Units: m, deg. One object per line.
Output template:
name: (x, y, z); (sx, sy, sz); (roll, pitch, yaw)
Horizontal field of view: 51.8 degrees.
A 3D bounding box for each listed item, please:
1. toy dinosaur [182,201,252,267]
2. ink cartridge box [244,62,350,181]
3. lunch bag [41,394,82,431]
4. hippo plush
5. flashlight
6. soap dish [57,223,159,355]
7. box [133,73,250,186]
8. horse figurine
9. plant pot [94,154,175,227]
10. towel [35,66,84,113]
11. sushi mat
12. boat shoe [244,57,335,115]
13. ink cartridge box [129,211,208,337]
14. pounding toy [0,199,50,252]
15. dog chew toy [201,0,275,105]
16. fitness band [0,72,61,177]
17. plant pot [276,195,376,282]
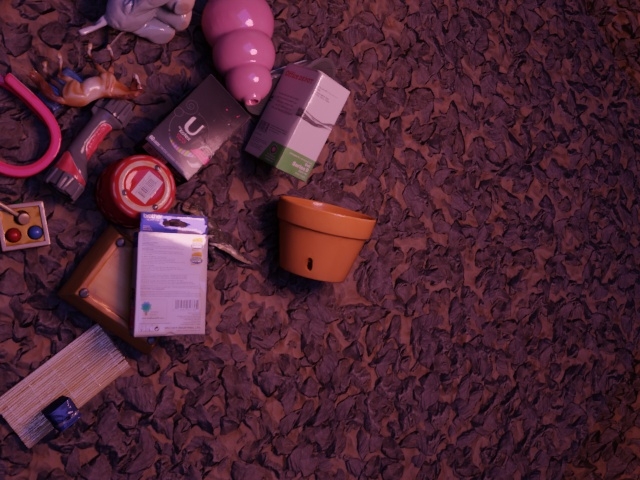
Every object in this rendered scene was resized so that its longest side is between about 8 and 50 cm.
toy dinosaur: (-0.308, 0.009, 1.873); (0.268, 0.064, 0.118); (49, 60, -20)
ink cartridge box: (-0.068, -0.340, 1.884); (0.121, 0.211, 0.289); (23, 97, -37)
lunch bag: (-0.632, 0.429, 1.620); (0.067, 0.098, 0.065); (-40, 108, -31)
hippo plush: (-0.493, -0.675, 1.772); (0.294, 0.234, 0.237); (-24, 78, 13)
flashlight: (-0.596, -0.242, 1.716); (0.103, 0.103, 0.304); (24, 67, 14)
soap dish: (-0.496, 0.132, 1.727); (0.291, 0.118, 0.229); (40, 69, -21)
box: (-0.354, -0.300, 1.821); (0.165, 0.143, 0.270); (46, 67, -19)
horse figurine: (-0.605, -0.411, 1.693); (0.263, 0.066, 0.175); (-22, 84, -23)
plant pot: (-0.483, -0.133, 1.724); (0.191, 0.174, 0.191); (3, 83, -27)
towel: (-0.678, -0.393, 1.716); (0.067, 0.029, 0.119); (43, 69, -16)
sushi mat: (-0.652, 0.366, 1.681); (0.316, 0.019, 0.151); (-40, 104, -25)
boat shoe: (-0.104, -0.474, 2.005); (0.320, 0.103, 0.118); (-33, 124, -21)
ink cartridge box: (-0.387, 0.087, 1.687); (0.185, 0.065, 0.311); (3, 88, -30)
pounding toy: (-0.744, -0.048, 1.614); (0.130, 0.100, 0.141); (-10, 91, -29)
dog chew toy: (-0.220, -0.538, 1.853); (0.206, 0.206, 0.332); (-3, 74, -29)
fitness band: (-0.790, -0.290, 1.639); (0.291, 0.054, 0.209); (46, 70, -17)
plant pot: (0.000, 0.000, 1.931); (0.290, 0.291, 0.204); (9, 98, -28)
